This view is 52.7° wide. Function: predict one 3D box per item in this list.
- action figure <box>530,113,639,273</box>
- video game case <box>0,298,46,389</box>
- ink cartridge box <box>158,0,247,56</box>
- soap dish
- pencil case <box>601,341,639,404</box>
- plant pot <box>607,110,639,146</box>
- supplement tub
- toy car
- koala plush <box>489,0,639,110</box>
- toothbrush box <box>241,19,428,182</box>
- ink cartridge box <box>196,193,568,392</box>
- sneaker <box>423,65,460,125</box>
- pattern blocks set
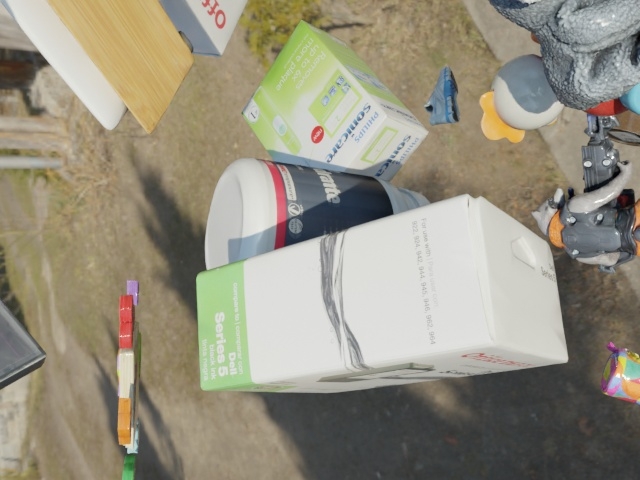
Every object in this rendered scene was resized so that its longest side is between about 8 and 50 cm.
[{"bbox_3d":[0.525,-0.066,1.135,0.330,0.178,0.341,-2,114,49],"label":"action figure"},{"bbox_3d":[-0.375,0.081,0.463,0.196,0.274,0.026,46,131,10],"label":"video game case"},{"bbox_3d":[-0.182,-0.494,0.865,0.166,0.285,0.395,14,74,24],"label":"ink cartridge box"},{"bbox_3d":[-0.251,-0.263,0.606,0.229,0.118,0.291,46,171,47],"label":"soap dish"},{"bbox_3d":[0.669,0.282,1.252,0.236,0.104,0.104,18,114,15],"label":"pencil case"},{"bbox_3d":[0.639,-0.311,1.276,0.215,0.215,0.230,21,93,54],"label":"plant pot"},{"bbox_3d":[0.000,0.000,0.860,0.191,0.272,0.191,-21,66,61],"label":"supplement tub"},{"bbox_3d":[0.353,-0.230,0.983,0.238,0.210,0.219,-42,23,14],"label":"toy car"},{"bbox_3d":[0.274,-0.277,0.731,0.203,0.221,0.196,-58,12,25],"label":"koala plush"},{"bbox_3d":[0.014,-0.202,1.106,0.206,0.122,0.283,-51,54,25],"label":"toothbrush box"},{"bbox_3d":[0.055,0.067,0.584,0.273,0.198,0.114,-16,69,32],"label":"ink cartridge box"},{"bbox_3d":[0.294,-0.357,1.595,0.083,0.071,0.190,-15,46,28],"label":"sneaker"},{"bbox_3d":[-0.314,0.227,1.057,0.285,0.026,0.324,-155,66,-77],"label":"pattern blocks set"}]
